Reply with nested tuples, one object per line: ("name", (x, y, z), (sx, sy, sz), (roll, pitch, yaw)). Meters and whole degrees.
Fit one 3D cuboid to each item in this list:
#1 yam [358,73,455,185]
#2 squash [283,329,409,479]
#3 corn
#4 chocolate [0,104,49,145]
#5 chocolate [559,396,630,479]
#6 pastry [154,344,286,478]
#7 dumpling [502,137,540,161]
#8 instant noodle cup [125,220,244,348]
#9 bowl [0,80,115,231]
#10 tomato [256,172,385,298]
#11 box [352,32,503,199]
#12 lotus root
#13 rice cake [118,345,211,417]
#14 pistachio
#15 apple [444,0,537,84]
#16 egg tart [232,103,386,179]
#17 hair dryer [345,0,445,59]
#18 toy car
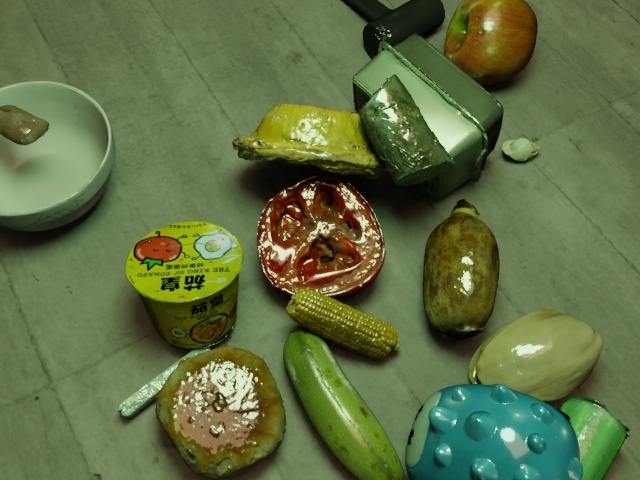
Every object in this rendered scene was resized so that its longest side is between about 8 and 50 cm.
("yam", (0.133, -0.177, 1.070), (0.107, 0.107, 0.183), (-29, 89, -19))
("squash", (0.038, 0.280, 0.991), (0.094, 0.094, 0.341), (-28, 66, -18))
("corn", (0.039, 0.139, 1.057), (0.207, 0.068, 0.068), (24, 59, -14))
("chocolate", (-0.522, -0.206, 1.099), (0.100, 0.031, 0.064), (28, 58, 13))
("chocolate", (0.348, 0.377, 0.953), (0.110, 0.110, 0.291), (34, 66, 15))
("pastry", (-0.151, 0.258, 0.976), (0.182, 0.093, 0.193), (-20, 71, -19))
("dumpling", (0.406, -0.190, 1.313), (0.077, 0.043, 0.059), (-27, 47, 0))
("instant noodle cup", (-0.211, 0.079, 1.043), (0.182, 0.144, 0.182), (0, 43, 0))
("bowl", (-0.508, -0.132, 1.157), (0.286, 0.144, 0.287), (2, 60, -3))
("tomato", (0.002, 0.001, 1.131), (0.227, 0.101, 0.228), (0, 82, -1))
("box", (0.202, -0.235, 1.224), (0.166, 0.220, 0.290), (-40, 71, -7))
("lotus root", (0.243, 0.046, 1.105), (0.128, 0.145, 0.260), (10, 62, -6))
("rice cake", (-0.248, 0.224, 1.033), (0.170, 0.033, 0.029), (-37, 75, -22))
("pistachio", (0.349, 0.191, 1.039), (0.215, 0.144, 0.144), (-23, 64, -4))
("apple", (0.364, -0.428, 1.363), (0.195, 0.196, 0.196), (2, 60, -3))
("egg tart", (-0.015, -0.179, 1.153), (0.288, 0.288, 0.118), (6, 99, 0))
("hair dryer", (0.134, -0.530, 1.469), (0.197, 0.089, 0.251), (-35, 62, -21))
("toy car", (0.230, 0.291, 0.911), (0.255, 0.190, 0.188), (-1, 51, 43))
